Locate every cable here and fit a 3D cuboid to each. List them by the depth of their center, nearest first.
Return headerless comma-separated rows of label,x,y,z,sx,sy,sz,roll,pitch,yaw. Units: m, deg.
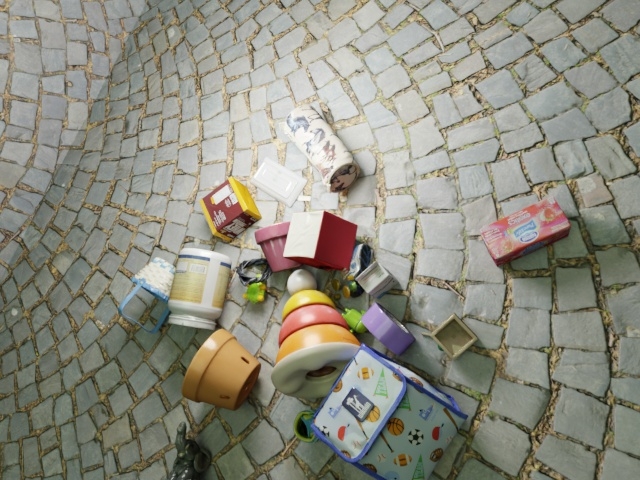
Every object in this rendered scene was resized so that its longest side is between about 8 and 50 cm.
cable,-0.278,0.119,1.951,0.150,0.047,0.184,-27,33,-10

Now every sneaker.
sneaker,0.051,0.614,1.607,0.319,0.208,0.127,-33,63,12
sneaker,0.140,0.118,1.797,0.081,0.080,0.211,1,75,48

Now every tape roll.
tape roll,0.236,0.308,1.624,0.080,0.189,0.189,-49,62,5

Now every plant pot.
plant pot,-0.367,0.521,1.799,0.203,0.291,0.291,26,87,12
plant pot,-0.152,0.030,1.889,0.201,0.201,0.180,-17,85,19

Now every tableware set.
tableware set,0.089,0.178,1.771,0.154,0.024,0.104,-52,52,48

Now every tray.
tray,-0.196,-0.268,2.075,0.270,0.030,0.145,33,89,28

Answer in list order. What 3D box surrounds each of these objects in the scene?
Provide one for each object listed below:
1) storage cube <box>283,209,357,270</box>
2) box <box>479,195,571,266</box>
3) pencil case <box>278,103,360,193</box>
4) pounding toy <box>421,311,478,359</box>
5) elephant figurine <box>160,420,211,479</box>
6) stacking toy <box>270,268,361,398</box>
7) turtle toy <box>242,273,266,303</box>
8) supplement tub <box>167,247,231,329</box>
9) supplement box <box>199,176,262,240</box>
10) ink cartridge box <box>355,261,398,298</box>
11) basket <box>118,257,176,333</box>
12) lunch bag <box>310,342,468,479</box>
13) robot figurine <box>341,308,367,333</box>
storage cube,0.000,0.000,1.788,0.183,0.193,0.215,1,76,47
box,0.682,-0.026,1.556,0.257,0.128,0.123,-27,66,14
pencil case,-0.002,-0.382,1.945,0.183,0.160,0.410,-31,64,-5
pounding toy,0.439,0.328,1.592,0.141,0.100,0.130,-45,77,9
elephant figurine,-0.518,0.870,1.827,0.169,0.186,0.239,18,51,-6
stacking toy,-0.030,0.308,1.732,0.350,0.350,0.480,-27,47,15
turtle toy,-0.264,0.202,1.947,0.095,0.066,0.130,6,77,24
supplement tub,-0.514,0.208,1.965,0.228,0.228,0.316,3,76,25
supplement box,-0.402,-0.138,2.072,0.194,0.129,0.191,-35,65,12
ink cartridge box,0.207,0.147,1.688,0.104,0.180,0.060,-43,63,8
basket,-0.723,0.246,2.043,0.201,0.255,0.289,16,63,26
lunch bag,0.205,0.558,1.467,0.385,0.239,0.328,34,88,-1
robot figurine,0.133,0.302,1.740,0.115,0.067,0.101,33,85,28
